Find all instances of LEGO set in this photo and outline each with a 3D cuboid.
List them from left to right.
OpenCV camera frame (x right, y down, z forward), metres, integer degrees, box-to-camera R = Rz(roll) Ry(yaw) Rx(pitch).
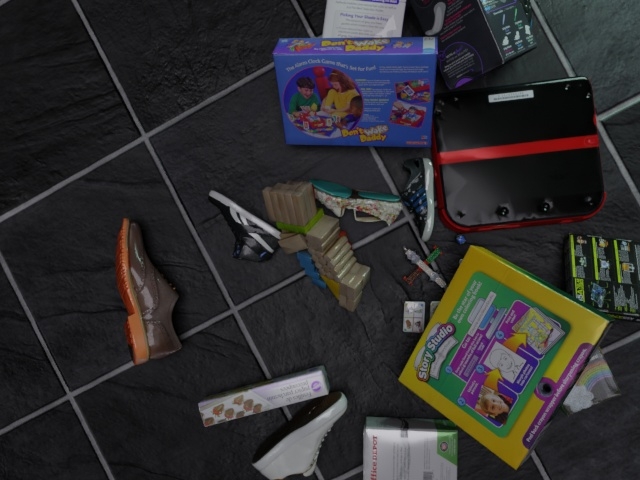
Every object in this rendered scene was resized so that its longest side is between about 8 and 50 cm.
[{"bbox_3d":[0.292,0.101,1.309,0.182,0.060,0.245,0,100,2],"label":"LEGO set"}]

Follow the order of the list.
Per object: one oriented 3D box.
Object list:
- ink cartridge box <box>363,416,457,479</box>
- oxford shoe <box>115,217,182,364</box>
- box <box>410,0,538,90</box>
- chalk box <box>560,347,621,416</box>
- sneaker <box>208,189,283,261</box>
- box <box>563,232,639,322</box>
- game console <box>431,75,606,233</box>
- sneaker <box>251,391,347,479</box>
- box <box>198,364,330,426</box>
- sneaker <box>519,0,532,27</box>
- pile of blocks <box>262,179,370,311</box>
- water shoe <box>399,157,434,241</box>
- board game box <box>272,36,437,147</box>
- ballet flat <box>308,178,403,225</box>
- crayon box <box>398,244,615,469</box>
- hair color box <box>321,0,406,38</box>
[{"bbox_3d":[0.212,0.516,1.289,0.219,0.092,0.161,1,91,6],"label":"ink cartridge box"},{"bbox_3d":[-0.434,0.118,1.349,0.132,0.130,0.364,-8,82,-27],"label":"oxford shoe"},{"bbox_3d":[0.329,-0.501,1.188,0.143,0.165,0.271,-31,99,-31],"label":"box"},{"bbox_3d":[0.561,0.264,1.236,0.132,0.132,0.213,-25,88,6],"label":"chalk box"},{"bbox_3d":[-0.208,-0.023,1.326,0.216,0.079,0.121,33,92,3],"label":"sneaker"},{"bbox_3d":[0.659,0.084,1.228,0.184,0.045,0.191,6,64,6],"label":"box"},{"bbox_3d":[0.464,-0.201,1.281,0.386,0.060,0.342,-6,85,5],"label":"game console"},{"bbox_3d":[-0.025,0.489,1.316,0.290,0.106,0.123,-42,97,12],"label":"sneaker"},{"bbox_3d":[-0.139,0.385,1.334,0.323,0.067,0.063,-16,90,6],"label":"box"},{"bbox_3d":[0.396,-0.606,1.261,0.139,0.125,0.341,-17,92,33],"label":"sneaker"},{"bbox_3d":[0.000,0.000,1.297,0.148,0.113,0.362,-14,115,44],"label":"pile of blocks"},{"bbox_3d":[0.231,-0.097,1.293,0.080,0.073,0.203,0,81,6],"label":"water shoe"},{"bbox_3d":[0.082,-0.331,1.215,0.346,0.078,0.233,3,135,9],"label":"board game box"},{"bbox_3d":[0.078,-0.087,1.301,0.240,0.091,0.077,13,114,9],"label":"ballet flat"},{"bbox_3d":[0.390,0.243,1.175,0.313,0.106,0.363,34,104,32],"label":"crayon box"},{"bbox_3d":[0.106,-0.538,1.276,0.185,0.110,0.339,8,94,5],"label":"hair color box"}]
